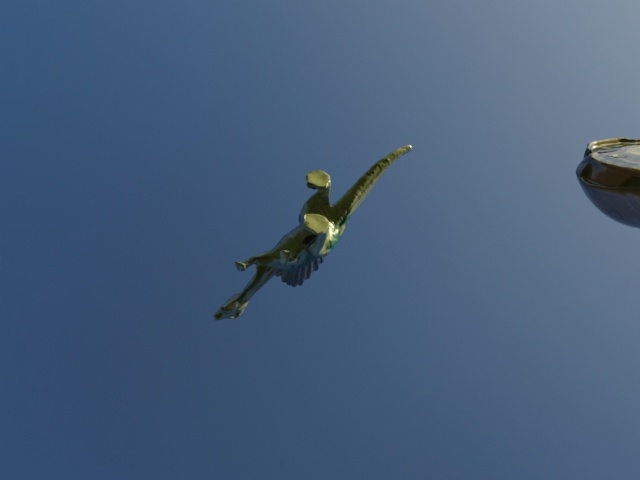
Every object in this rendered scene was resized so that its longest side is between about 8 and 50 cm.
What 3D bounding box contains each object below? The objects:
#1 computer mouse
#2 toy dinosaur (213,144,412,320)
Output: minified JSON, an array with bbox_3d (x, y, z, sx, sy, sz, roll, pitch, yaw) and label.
[{"bbox_3d":[0.529,-0.081,1.011,0.389,0.199,0.114,-8,-64,-27],"label":"computer mouse"},{"bbox_3d":[-0.002,-0.003,0.529,0.044,0.106,0.187,36,-133,17],"label":"toy dinosaur"}]
